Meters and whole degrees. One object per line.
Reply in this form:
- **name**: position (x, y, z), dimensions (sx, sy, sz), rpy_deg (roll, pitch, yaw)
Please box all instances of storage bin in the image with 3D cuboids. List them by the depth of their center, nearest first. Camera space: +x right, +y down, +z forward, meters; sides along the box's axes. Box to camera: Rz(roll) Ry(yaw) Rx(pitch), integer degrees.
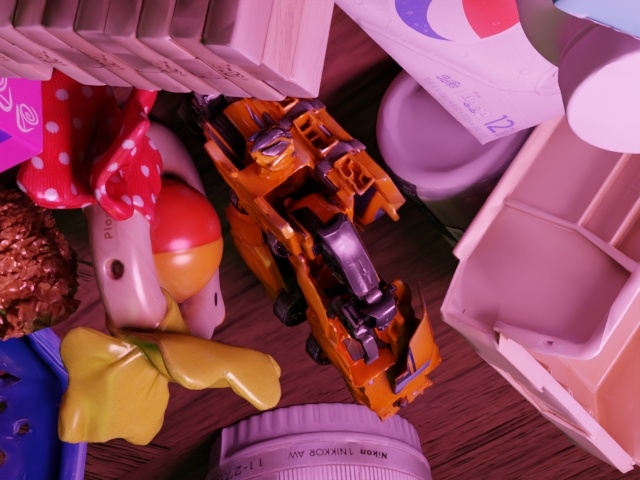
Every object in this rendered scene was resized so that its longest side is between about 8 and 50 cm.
- **storage bin**: position (0.228, 0.005, 1.173), dimensions (0.123, 0.260, 0.262), rpy_deg (30, 172, 36)

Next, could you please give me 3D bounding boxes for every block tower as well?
- **block tower**: position (-0.147, -0.132, 0.912), dimensions (0.335, 0.097, 0.091), rpy_deg (5, 169, 26)

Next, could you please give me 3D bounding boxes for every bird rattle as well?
- **bird rattle**: position (-0.121, 0.001, 1.193), dimensions (0.143, 0.253, 0.207), rpy_deg (-18, -173, 14)

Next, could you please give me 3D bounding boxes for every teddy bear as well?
- **teddy bear**: position (-0.331, 0.041, 1.218), dimensions (0.338, 0.245, 0.113), rpy_deg (-15, 106, 13)

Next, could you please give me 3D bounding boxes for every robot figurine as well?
- **robot figurine**: position (0.000, 0.000, 1.228), dimensions (0.085, 0.211, 0.291), rpy_deg (-37, 152, -11)

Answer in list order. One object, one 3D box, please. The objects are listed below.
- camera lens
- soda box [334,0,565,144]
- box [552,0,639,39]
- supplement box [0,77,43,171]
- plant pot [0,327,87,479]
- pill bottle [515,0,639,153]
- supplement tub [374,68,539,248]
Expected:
- **camera lens**: position (0.005, 0.311, 1.666), dimensions (0.219, 0.274, 0.219), rpy_deg (-4, 150, -2)
- **soda box**: position (0.060, -0.164, 1.013), dimensions (0.091, 0.098, 0.286), rpy_deg (-20, 147, 24)
- **box**: position (0.141, -0.200, 0.810), dimensions (0.100, 0.244, 0.060), rpy_deg (16, 145, -33)
- **supplement box**: position (-0.281, -0.080, 1.097), dimensions (0.220, 0.114, 0.111), rpy_deg (-24, 146, 27)
- **plant pot**: position (-0.323, 0.171, 1.425), dimensions (0.212, 0.236, 0.236), rpy_deg (-5, 152, 14)
- **pill bottle**: position (0.152, -0.158, 0.916), dimensions (0.121, 0.216, 0.121), rpy_deg (-4, 151, -2)
- **supplement tub**: position (0.123, -0.042, 1.220), dimensions (0.117, 0.117, 0.190), rpy_deg (-17, 149, 21)
